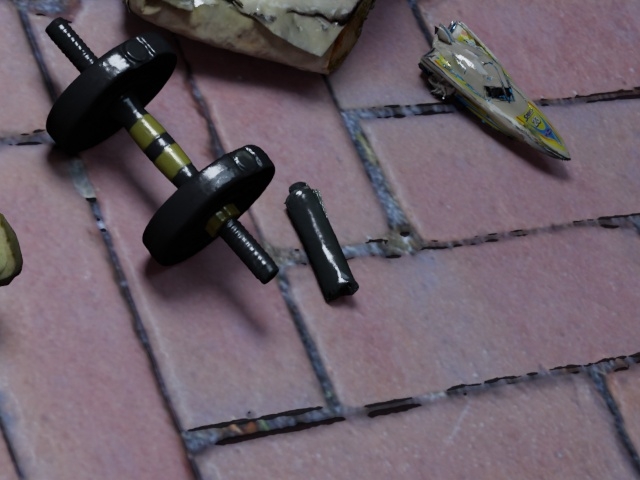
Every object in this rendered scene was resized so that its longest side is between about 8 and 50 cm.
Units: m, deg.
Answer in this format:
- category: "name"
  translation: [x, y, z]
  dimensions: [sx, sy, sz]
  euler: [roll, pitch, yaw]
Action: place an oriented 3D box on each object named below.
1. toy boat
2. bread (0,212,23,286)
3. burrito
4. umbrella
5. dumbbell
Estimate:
- category: "toy boat"
  translation: [0.196, -0.156, 2.045]
  dimensions: [0.210, 0.066, 0.084]
  euler: [40, 47, 1]
- category: "bread"
  translation: [-0.391, -0.059, 1.562]
  dimensions: [0.204, 0.162, 0.262]
  euler: [-13, 87, -39]
- category: "burrito"
  translation: [-0.056, -0.249, 1.935]
  dimensions: [0.348, 0.107, 0.175]
  euler: [7, 47, -30]
- category: "umbrella"
  translation: [-0.002, 0.000, 1.832]
  dimensions: [0.036, 0.031, 0.133]
  euler: [-4, 58, -35]
- category: "dumbbell"
  translation: [-0.150, -0.086, 1.732]
  dimensions: [0.325, 0.143, 0.143]
  euler: [49, 47, 10]
